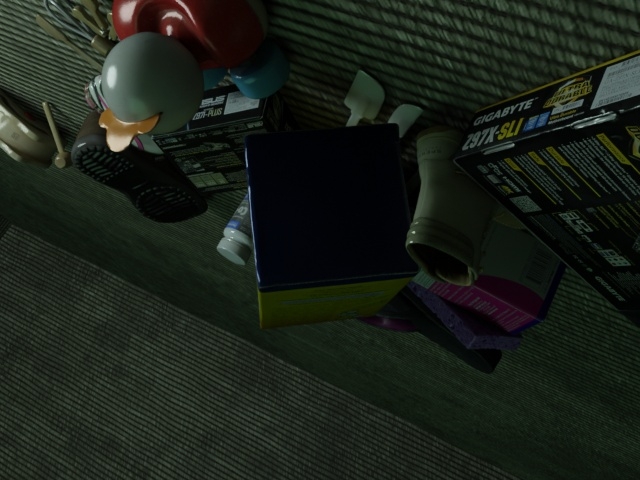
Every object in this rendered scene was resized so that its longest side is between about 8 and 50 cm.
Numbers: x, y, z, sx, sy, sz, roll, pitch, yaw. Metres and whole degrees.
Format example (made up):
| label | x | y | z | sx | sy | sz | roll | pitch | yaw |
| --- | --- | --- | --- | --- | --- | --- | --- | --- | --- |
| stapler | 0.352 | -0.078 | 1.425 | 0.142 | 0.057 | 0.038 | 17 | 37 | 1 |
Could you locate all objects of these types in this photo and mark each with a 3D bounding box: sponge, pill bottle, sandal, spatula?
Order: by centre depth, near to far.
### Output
| label | x | y | z | sx | sy | sz | roll | pitch | yaw |
| --- | --- | --- | --- | --- | --- | --- | --- | --- | --- |
| spatula | 0.095 | -0.125 | 0.894 | 0.168 | 0.019 | 0.242 | 29 | 160 | -1 |
| sponge | 0.214 | 0.096 | 1.046 | 0.117 | 0.031 | 0.210 | 7 | -150 | -38 |
| sandal | 0.132 | 0.128 | 1.264 | 0.445 | 0.107 | 0.167 | 34 | 166 | 21 |
| pill bottle | -0.142 | -0.025 | 1.294 | 0.078 | 0.137 | 0.078 | 26 | 160 | 10 |

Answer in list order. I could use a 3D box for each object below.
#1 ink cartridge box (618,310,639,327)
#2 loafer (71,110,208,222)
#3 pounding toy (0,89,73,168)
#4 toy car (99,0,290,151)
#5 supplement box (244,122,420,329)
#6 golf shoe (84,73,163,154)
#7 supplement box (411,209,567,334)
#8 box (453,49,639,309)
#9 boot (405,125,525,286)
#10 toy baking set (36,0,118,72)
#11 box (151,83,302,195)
| label | x | y | z | sx | sy | sz | roll | pitch | yaw |
| --- | --- | --- | --- | --- | --- | --- | --- | --- | --- |
| ink cartridge box | 0.565 | 0.149 | 0.847 | 0.332 | 0.065 | 0.165 | 34 | 160 | -14 |
| loafer | -0.351 | -0.151 | 1.349 | 0.133 | 0.130 | 0.366 | -17 | 152 | 15 |
| pounding toy | -0.661 | -0.270 | 1.525 | 0.269 | 0.155 | 0.154 | 41 | -172 | -5 |
| toy car | -0.193 | -0.207 | 0.767 | 0.210 | 0.238 | 0.219 | 15 | 156 | 35 |
| supplement box | 0.000 | 0.000 | 0.937 | 0.195 | 0.194 | 0.356 | -5 | 166 | -6 |
| golf shoe | -0.339 | -0.223 | 1.187 | 0.186 | 0.067 | 0.086 | 40 | 156 | -28 |
| supplement box | 0.224 | 0.031 | 0.958 | 0.220 | 0.111 | 0.114 | 29 | 162 | 4 |
| box | 0.336 | -0.039 | 0.683 | 0.322 | 0.079 | 0.257 | 37 | 158 | -20 |
| boot | 0.184 | -0.018 | 0.784 | 0.213 | 0.165 | 0.077 | 30 | 149 | -33 |
| toy baking set | -0.331 | -0.309 | 1.031 | 0.256 | 0.030 | 0.197 | 12 | 151 | 40 |
| box | -0.128 | -0.148 | 0.971 | 0.180 | 0.078 | 0.147 | -7 | 146 | 21 |
